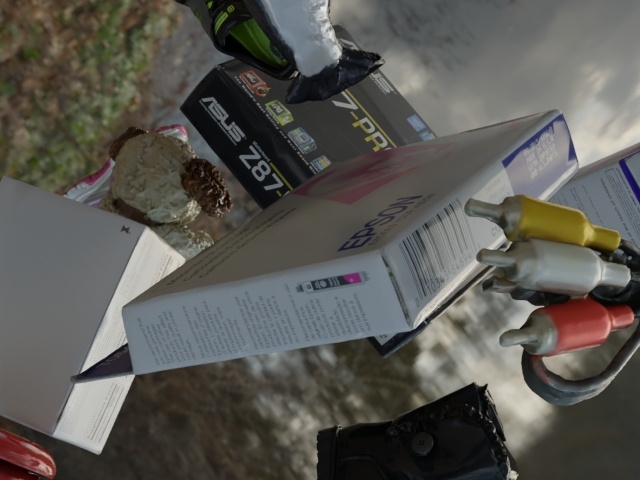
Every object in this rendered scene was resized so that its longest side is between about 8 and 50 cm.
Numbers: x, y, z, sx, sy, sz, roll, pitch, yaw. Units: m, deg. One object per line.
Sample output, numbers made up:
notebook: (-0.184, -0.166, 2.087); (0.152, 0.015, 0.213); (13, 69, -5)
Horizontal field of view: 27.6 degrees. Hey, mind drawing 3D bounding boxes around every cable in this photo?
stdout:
cable: (0.232, 0.032, 0.889); (0.287, 0.139, 0.072); (-4, 161, -19)

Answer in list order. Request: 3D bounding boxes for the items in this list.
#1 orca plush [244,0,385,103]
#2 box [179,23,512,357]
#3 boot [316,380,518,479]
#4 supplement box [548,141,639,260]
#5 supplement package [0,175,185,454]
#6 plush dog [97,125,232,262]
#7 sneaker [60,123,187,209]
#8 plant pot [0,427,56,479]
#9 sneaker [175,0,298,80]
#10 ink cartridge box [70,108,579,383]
orca plush: (-0.019, -0.253, 0.967); (0.151, 0.287, 0.102); (-22, -152, 16)
box: (0.050, -0.077, 1.642); (0.097, 0.395, 0.318); (-43, 173, 32)
boot: (0.104, 0.272, 1.370); (0.207, 0.246, 0.094); (-18, 133, 15)
supplement box: (0.309, -0.030, 1.319); (0.111, 0.113, 0.220); (-28, 179, -25)
supplement package: (-0.320, 0.088, 1.550); (0.261, 0.204, 0.145); (-67, 161, -12)
plush dog: (-0.235, -0.041, 1.782); (0.211, 0.262, 0.225); (-14, 125, -52)
sneaker: (-0.304, -0.091, 2.092); (0.252, 0.111, 0.103); (-37, -173, 13)
plant pot: (-0.370, 0.269, 1.322); (0.191, 0.191, 0.174); (72, 38, -70)
sneaker: (-0.081, -0.208, 1.134); (0.067, 0.188, 0.078); (-47, -173, 15)
ink cartridge box: (0.000, 0.000, 1.047); (0.330, 0.071, 0.324); (-11, -164, 35)
